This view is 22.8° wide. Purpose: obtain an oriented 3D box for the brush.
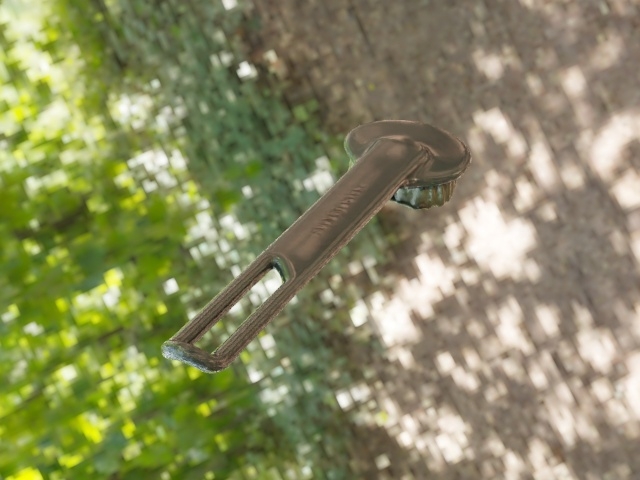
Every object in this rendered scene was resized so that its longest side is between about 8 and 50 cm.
[{"bbox_3d":[0.000,0.000,0.684,0.062,0.266,0.027,18,119,18],"label":"brush"}]
